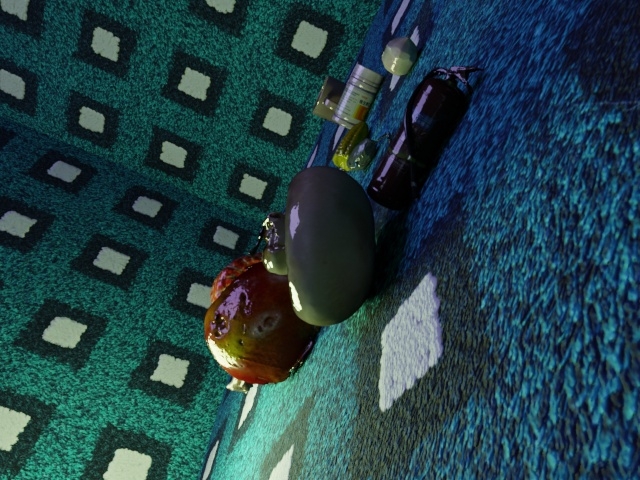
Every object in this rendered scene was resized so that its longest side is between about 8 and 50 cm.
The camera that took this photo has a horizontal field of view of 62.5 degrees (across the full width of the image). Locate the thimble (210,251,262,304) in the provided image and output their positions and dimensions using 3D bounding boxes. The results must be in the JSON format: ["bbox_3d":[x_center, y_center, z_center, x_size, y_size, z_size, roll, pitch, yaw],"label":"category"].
[{"bbox_3d":[-0.266,0.226,2.071,0.230,0.349,0.351,140,151,-71],"label":"thimble"}]

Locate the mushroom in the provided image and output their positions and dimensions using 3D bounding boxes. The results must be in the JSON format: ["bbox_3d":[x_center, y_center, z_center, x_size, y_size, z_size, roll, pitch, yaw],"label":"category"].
[{"bbox_3d":[-0.023,0.013,1.198,0.362,0.294,0.363,1,-90,-88],"label":"mushroom"}]

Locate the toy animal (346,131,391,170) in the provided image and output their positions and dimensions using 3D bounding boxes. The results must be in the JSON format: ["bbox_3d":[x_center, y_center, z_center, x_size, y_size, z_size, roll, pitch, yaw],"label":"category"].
[{"bbox_3d":[0.165,-0.298,1.712,0.253,0.070,0.079,-32,70,55],"label":"toy animal"}]

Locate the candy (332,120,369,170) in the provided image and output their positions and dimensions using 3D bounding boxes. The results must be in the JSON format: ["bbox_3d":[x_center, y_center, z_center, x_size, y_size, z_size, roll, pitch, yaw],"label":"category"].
[{"bbox_3d":[0.124,-0.363,1.974,0.199,0.094,0.106,-65,2,-19],"label":"candy"}]

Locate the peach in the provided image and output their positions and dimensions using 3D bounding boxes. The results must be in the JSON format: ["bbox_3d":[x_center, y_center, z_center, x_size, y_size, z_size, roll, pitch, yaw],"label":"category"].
[{"bbox_3d":[-0.154,0.246,1.648,0.416,0.353,0.339,-24,27,6],"label":"peach"}]

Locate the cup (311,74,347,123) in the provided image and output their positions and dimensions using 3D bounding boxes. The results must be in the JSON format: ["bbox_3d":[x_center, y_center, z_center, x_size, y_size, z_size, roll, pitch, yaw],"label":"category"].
[{"bbox_3d":[0.087,-0.632,2.446,0.253,0.200,0.192,-89,23,-68],"label":"cup"}]

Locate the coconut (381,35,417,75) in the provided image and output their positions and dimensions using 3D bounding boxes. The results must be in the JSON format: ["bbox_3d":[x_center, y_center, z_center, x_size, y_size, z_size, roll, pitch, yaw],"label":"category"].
[{"bbox_3d":[0.258,-0.604,1.702,0.124,0.110,0.110,116,171,-45],"label":"coconut"}]

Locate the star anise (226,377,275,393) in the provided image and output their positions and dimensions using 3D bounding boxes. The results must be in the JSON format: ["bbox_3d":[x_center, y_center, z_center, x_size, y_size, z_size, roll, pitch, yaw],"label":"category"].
[{"bbox_3d":[-0.221,0.479,1.903,0.257,0.111,0.198,-37,3,42],"label":"star anise"}]

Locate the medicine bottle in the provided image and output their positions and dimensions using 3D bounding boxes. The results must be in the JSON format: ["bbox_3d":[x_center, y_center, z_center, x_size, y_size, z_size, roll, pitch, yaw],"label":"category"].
[{"bbox_3d":[0.155,-0.594,2.197,0.133,0.133,0.250,-94,28,-70],"label":"medicine bottle"}]

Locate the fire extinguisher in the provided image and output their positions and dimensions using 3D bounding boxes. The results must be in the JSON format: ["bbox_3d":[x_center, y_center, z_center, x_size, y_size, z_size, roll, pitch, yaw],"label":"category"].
[{"bbox_3d":[0.219,-0.220,1.113,0.141,0.105,0.341,48,123,35],"label":"fire extinguisher"}]
